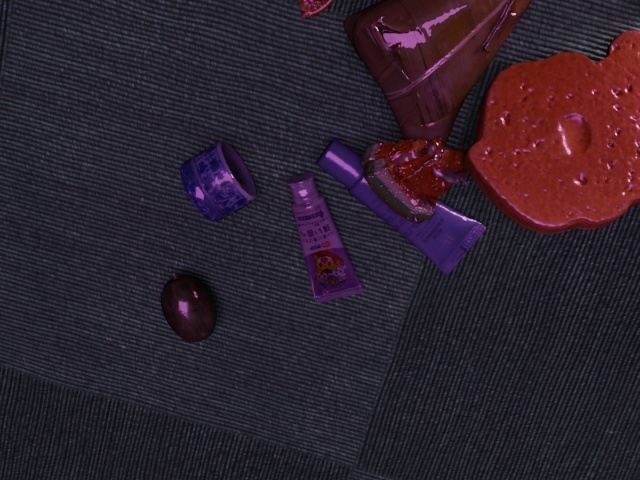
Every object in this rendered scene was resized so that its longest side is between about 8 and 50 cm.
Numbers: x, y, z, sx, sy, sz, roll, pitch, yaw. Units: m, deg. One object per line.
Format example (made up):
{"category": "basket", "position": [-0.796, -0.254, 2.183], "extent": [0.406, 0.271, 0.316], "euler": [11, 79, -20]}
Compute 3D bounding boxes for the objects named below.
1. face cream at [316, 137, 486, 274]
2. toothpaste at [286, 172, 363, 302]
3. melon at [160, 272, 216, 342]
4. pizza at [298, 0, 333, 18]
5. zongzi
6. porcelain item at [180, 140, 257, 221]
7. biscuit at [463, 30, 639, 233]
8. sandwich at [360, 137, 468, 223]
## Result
{"category": "face cream", "position": [0.165, -0.082, 1.453], "extent": [0.385, 0.086, 0.135], "euler": [34, 107, -10]}
{"category": "toothpaste", "position": [0.000, 0.000, 1.495], "extent": [0.114, 0.073, 0.299], "euler": [-16, 110, 8]}
{"category": "melon", "position": [-0.297, 0.149, 1.523], "extent": [0.114, 0.114, 0.167], "euler": [-18, 104, 8]}
{"category": "pizza", "position": [-0.015, -0.500, 1.389], "extent": [0.100, 0.029, 0.099], "euler": [22, 105, -1]}
{"category": "zongzi", "position": [0.315, -0.371, 1.344], "extent": [0.447, 0.181, 0.418], "euler": [-26, 117, 4]}
{"category": "porcelain item", "position": [-0.218, -0.122, 1.435], "extent": [0.114, 0.147, 0.147], "euler": [-30, 100, 11]}
{"category": "biscuit", "position": [0.500, -0.197, 1.293], "extent": [0.455, 0.078, 0.350], "euler": [-15, 74, 3]}
{"category": "sandwich", "position": [0.188, -0.136, 1.342], "extent": [0.185, 0.109, 0.160], "euler": [30, 135, -19]}
